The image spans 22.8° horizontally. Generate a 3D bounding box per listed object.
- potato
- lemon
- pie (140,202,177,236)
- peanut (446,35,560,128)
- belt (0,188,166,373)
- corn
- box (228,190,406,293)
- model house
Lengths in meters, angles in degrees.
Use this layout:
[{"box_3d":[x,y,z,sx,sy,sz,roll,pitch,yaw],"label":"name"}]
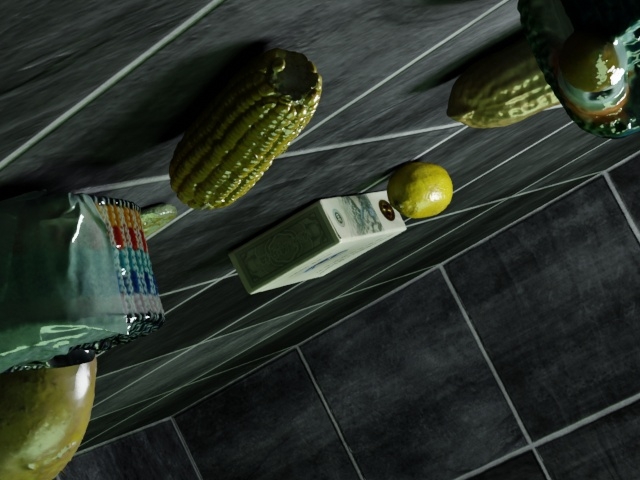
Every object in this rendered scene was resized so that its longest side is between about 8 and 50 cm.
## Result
[{"box_3d":[-0.349,0.175,1.762,0.266,0.229,0.229,-26,174,29],"label":"potato"},{"box_3d":[0.142,-0.071,2.225,0.110,0.082,0.082,-10,163,-44],"label":"lemon"},{"box_3d":[-0.193,-0.017,1.702,0.085,0.017,0.085,-26,171,-4],"label":"pie"},{"box_3d":[0.227,-0.183,1.759,0.194,0.093,0.083,-20,140,17],"label":"peanut"},{"box_3d":[-0.255,0.044,1.427,0.207,0.150,0.257,-18,174,15],"label":"belt"},{"box_3d":[-0.068,-0.093,1.374,0.080,0.080,0.238,-21,169,-34],"label":"corn"},{"box_3d":[0.000,0.000,2.272,0.164,0.069,0.256,-30,172,23],"label":"box"},{"box_3d":[0.299,-0.226,1.392,0.253,0.184,0.291,-23,168,9],"label":"model house"}]
